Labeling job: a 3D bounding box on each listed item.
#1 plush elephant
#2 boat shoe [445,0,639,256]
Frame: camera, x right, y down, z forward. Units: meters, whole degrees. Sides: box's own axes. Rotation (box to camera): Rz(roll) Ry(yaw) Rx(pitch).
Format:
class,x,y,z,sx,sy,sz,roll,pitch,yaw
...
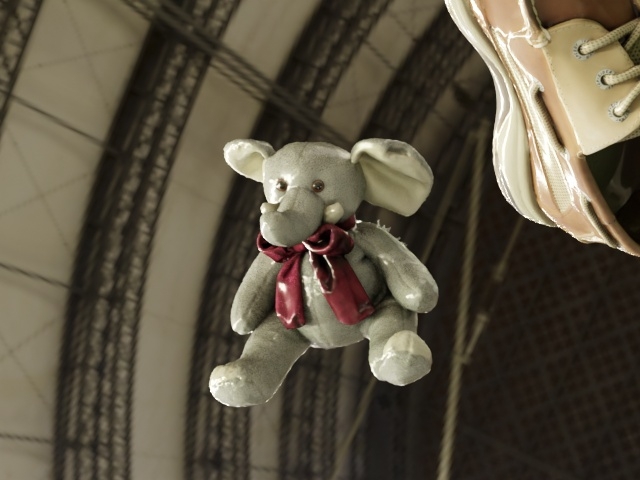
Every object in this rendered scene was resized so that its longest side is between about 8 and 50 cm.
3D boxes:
class,x,y,z,sx,sy,sz,roll,pitch,yaw
plush elephant,0.000,0.000,1.573,0.255,0.272,0.330,66,-150,-30
boat shoe,0.157,-0.109,0.736,0.123,0.116,0.324,-41,-39,-12
